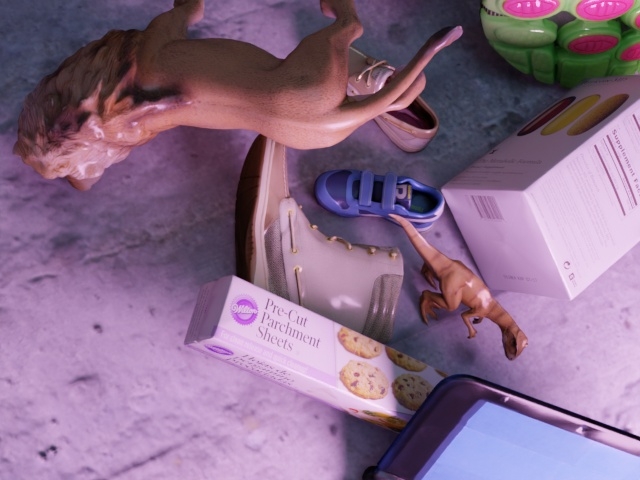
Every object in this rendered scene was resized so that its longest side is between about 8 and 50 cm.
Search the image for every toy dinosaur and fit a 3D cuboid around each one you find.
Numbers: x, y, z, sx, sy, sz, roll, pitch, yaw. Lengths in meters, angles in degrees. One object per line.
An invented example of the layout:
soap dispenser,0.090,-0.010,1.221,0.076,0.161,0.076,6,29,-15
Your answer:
toy dinosaur,0.133,0.036,1.247,0.211,0.112,0.064,43,63,-12

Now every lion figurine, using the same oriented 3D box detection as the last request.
lion figurine,-0.082,-0.143,1.138,0.240,0.392,0.142,-57,138,-51

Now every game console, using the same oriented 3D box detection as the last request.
game console,0.190,0.298,1.163,0.293,0.173,0.250,21,69,-12

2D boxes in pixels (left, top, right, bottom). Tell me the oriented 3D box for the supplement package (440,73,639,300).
supplement package,0.276,-0.063,1.299,0.244,0.139,0.133,-37,112,-25

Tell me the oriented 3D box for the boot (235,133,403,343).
boot,0.000,0.000,1.233,0.165,0.077,0.213,3,81,-18

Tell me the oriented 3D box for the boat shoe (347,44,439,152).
boat shoe,0.063,-0.168,1.313,0.170,0.059,0.063,39,66,-5

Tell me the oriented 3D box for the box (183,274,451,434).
box,0.026,0.126,1.172,0.324,0.063,0.067,27,67,-26

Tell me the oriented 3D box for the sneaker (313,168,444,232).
sneaker,0.065,-0.049,1.280,0.144,0.059,0.053,10,74,-15

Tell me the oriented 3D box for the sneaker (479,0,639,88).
sneaker,0.373,-0.319,1.429,0.483,0.185,0.202,-17,63,-26
